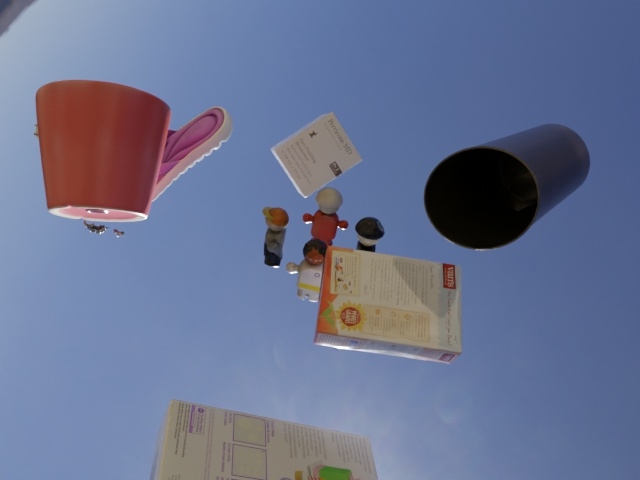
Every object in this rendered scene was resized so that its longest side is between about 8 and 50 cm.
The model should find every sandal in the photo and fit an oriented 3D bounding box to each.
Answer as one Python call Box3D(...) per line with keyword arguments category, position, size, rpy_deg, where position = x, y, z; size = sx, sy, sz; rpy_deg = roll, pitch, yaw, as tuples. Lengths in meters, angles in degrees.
Box3D(category="sandal", position=(-0.414, -0.218, 1.390), size=(0.416, 0.102, 0.169), rpy_deg=(-38, -131, 2))

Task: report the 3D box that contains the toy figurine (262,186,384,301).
Box3D(category="toy figurine", position=(0.000, 0.000, 1.118), size=(0.213, 0.210, 0.148), rpy_deg=(44, -42, 38))

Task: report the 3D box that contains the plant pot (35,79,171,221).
Box3D(category="plant pot", position=(-0.458, -0.172, 1.147), size=(0.275, 0.275, 0.242), rpy_deg=(-5, -99, 42))

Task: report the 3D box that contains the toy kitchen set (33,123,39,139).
Box3D(category="toy kitchen set", position=(-0.695, -0.294, 1.444), size=(0.084, 0.075, 0.068), rpy_deg=(-8, -114, 2))

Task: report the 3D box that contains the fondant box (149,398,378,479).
Box3D(category="fondant box", position=(-0.074, 0.373, 0.772), size=(0.238, 0.331, 0.096), rpy_deg=(-101, -149, -58))

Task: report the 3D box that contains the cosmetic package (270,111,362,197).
Box3D(category="cosmetic package", position=(-0.014, -0.231, 1.469), size=(0.184, 0.151, 0.151), rpy_deg=(-34, -166, -1))

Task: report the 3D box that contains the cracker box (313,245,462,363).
Box3D(category="cracker box", position=(0.113, 0.106, 0.906), size=(0.233, 0.067, 0.155), rpy_deg=(9, -119, -1))

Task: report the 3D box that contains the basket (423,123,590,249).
Box3D(category="basket", position=(0.312, -0.098, 0.863), size=(0.227, 0.154, 0.204), rpy_deg=(-25, -178, -34))

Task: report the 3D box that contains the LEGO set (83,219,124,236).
Box3D(category="LEGO set", position=(-0.455, -0.019, 1.143), size=(0.054, 0.083, 0.023), rpy_deg=(168, -62, -69))
